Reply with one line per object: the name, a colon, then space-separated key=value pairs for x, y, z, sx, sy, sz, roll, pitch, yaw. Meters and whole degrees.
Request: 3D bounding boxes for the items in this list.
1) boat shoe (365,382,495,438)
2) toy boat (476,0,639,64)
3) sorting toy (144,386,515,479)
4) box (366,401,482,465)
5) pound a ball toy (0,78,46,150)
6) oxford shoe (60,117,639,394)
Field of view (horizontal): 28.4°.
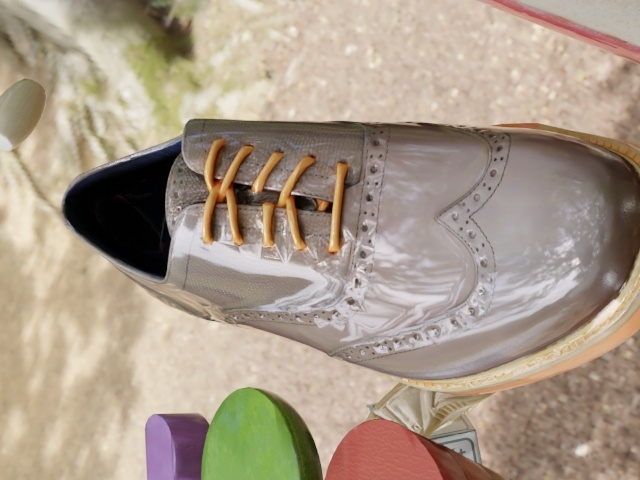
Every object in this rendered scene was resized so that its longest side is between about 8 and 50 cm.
boat shoe: x=0.103 y=0.103 z=0.980 sx=0.170 sy=0.063 sz=0.059 roll=-42 pitch=-6 yaw=28
toy boat: x=0.099 y=-0.156 z=0.551 sx=0.151 sy=0.231 sz=0.151 roll=164 pitch=123 yaw=-71
sorting toy: x=0.016 y=0.158 z=0.798 sx=0.366 sy=0.126 sz=0.127 roll=-1 pitch=87 yaw=58
box: x=0.117 y=0.303 z=1.200 sx=0.169 sy=0.087 sz=0.289 roll=-118 pitch=16 yaw=-84
pound a ball toy: x=-0.457 y=-0.100 z=1.300 sx=0.319 sy=0.208 sz=0.135 roll=-31 pitch=29 yaw=41
oxford shoe: x=0.000 y=0.000 z=0.613 sx=0.364 sy=0.133 sz=0.129 roll=-4 pitch=75 yaw=50
